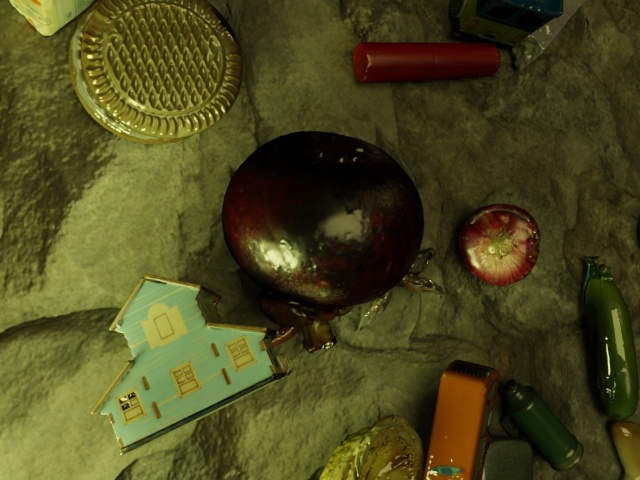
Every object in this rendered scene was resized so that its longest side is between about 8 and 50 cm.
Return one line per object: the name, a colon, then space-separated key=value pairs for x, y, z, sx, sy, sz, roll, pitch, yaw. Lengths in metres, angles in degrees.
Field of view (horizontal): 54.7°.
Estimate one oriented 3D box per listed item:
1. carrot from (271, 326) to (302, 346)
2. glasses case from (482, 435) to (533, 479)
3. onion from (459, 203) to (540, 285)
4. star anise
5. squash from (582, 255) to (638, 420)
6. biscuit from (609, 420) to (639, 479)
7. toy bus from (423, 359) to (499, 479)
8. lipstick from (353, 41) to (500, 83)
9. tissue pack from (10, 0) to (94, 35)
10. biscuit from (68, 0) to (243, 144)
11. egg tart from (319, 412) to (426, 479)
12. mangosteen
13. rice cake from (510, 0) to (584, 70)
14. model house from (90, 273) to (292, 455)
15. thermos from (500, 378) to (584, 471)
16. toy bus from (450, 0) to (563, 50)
carrot: x=-0.042 y=0.135 z=1.019 sx=0.142 sy=0.035 sz=0.035 roll=-42 pitch=100 yaw=-14
glasses case: x=0.314 y=0.516 z=1.098 sx=0.131 sy=0.074 sz=0.323 roll=2 pitch=85 yaw=-20
onion: x=0.335 y=0.004 z=1.144 sx=0.150 sy=0.140 sz=0.150 roll=2 pitch=97 yaw=21
star anise: x=0.116 y=0.049 z=1.069 sx=0.207 sy=0.063 sz=0.172 roll=-19 pitch=91 yaw=-21
squash: x=0.572 y=0.191 z=1.221 sx=0.087 sy=0.087 sz=0.332 roll=-5 pitch=85 yaw=-21
biscuit: x=0.647 y=0.468 z=1.244 sx=0.164 sy=0.047 sz=0.208 roll=6 pitch=84 yaw=-19
toy bus: x=0.219 y=0.409 z=1.032 sx=0.092 sy=0.093 sz=0.409 roll=11 pitch=88 yaw=-61
lipstick: x=0.197 y=-0.327 z=1.129 sx=0.279 sy=0.073 sz=0.073 roll=-7 pitch=88 yaw=-20
tissue pack: x=-0.362 y=-0.386 z=0.854 sx=0.092 sy=0.196 sz=0.148 roll=45 pitch=74 yaw=-10
biscuit: x=-0.248 y=-0.271 z=0.949 sx=0.259 sy=0.079 sz=0.259 roll=2 pitch=84 yaw=-21
egg tart: x=0.075 y=0.397 z=1.004 sx=0.231 sy=0.098 sz=0.252 roll=23 pitch=80 yaw=-41
mangosteen: x=0.005 y=-0.018 z=0.928 sx=0.297 sy=0.297 sz=0.293 roll=-31 pitch=140 yaw=-20
rice cake: x=0.507 y=-0.501 z=1.263 sx=0.064 sy=0.070 sz=0.399 roll=44 pitch=72 yaw=-8
model house: x=-0.194 y=0.150 z=0.885 sx=0.271 sy=0.178 sz=0.206 roll=-27 pitch=80 yaw=2
thermos: x=0.401 y=0.337 z=1.154 sx=0.188 sy=0.083 sz=0.073 roll=50 pitch=50 yaw=-9
toy bus: x=0.345 y=-0.523 z=1.143 sx=0.138 sy=0.175 sz=0.288 roll=8 pitch=79 yaw=-19
